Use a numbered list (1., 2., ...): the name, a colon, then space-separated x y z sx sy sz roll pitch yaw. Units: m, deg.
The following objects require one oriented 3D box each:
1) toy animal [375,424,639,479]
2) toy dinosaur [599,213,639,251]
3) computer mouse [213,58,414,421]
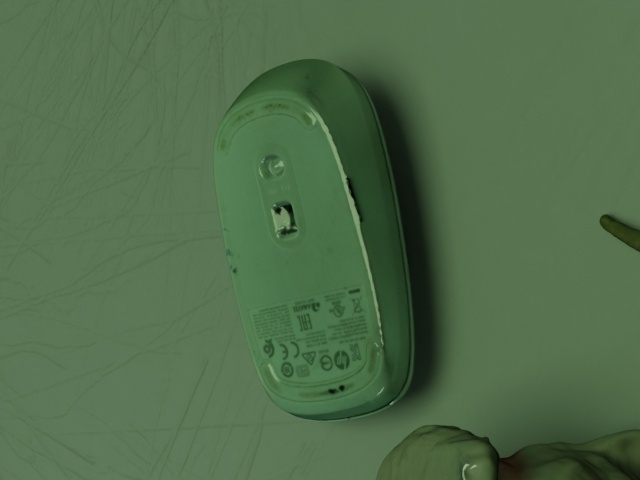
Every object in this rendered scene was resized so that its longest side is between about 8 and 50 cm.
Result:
1. toy animal: 0.131 0.270 1.221 0.266 0.188 0.308 -6 95 61
2. toy dinosaur: 0.291 0.064 1.134 0.200 0.072 0.251 -33 76 45
3. computer mouse: 0.003 -0.002 1.362 0.159 0.097 0.288 -15 89 37
